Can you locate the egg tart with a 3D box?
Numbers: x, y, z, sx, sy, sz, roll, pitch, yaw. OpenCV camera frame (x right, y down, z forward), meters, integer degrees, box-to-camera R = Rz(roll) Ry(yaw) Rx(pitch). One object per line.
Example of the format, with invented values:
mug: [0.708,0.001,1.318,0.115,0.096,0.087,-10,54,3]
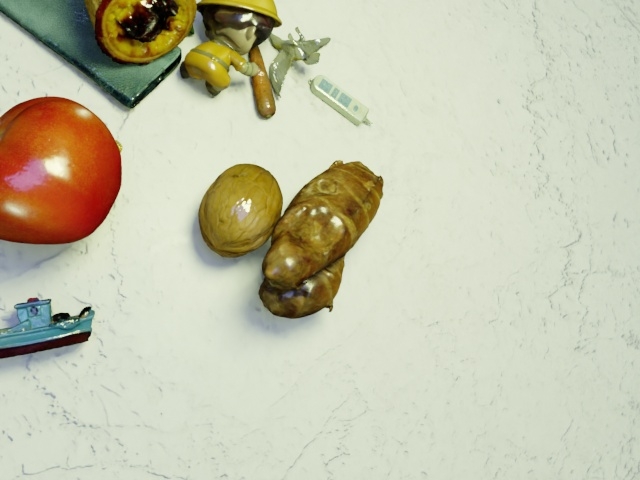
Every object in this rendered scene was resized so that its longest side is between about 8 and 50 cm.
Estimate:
egg tart: [-0.364,-0.467,1.045,0.215,0.215,0.171,-28,72,-23]

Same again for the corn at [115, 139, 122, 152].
corn: [-0.442,-0.169,1.081,0.037,0.037,0.092,41,72,-9]

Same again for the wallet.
wallet: [-0.493,-0.452,1.112,0.379,0.046,0.191,37,68,-10]

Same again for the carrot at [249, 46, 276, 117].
carrot: [-0.141,-0.375,1.234,0.047,0.047,0.191,-11,80,-22]

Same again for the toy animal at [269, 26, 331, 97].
toy animal: [-0.067,-0.464,1.251,0.155,0.095,0.219,49,67,-11]

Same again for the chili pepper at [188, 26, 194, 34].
chili pepper: [-0.358,-0.568,1.169,0.099,0.083,0.253,-30,96,-22]

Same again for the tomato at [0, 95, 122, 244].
tomato: [-0.483,-0.109,0.930,0.298,0.298,0.226,-53,129,-21]

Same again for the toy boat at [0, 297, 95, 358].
toy boat: [-0.523,0.152,0.951,0.223,0.100,0.097,-8,92,-24]

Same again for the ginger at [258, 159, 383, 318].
ginger: [0.000,0.000,1.141,0.176,0.254,0.418,21,50,14]

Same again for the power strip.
power strip: [0.052,-0.341,1.306,0.191,0.030,0.047,33,71,-11]

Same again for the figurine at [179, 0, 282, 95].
figurine: [-0.197,-0.453,1.154,0.192,0.167,0.257,19,73,15]

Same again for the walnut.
walnut: [-0.164,-0.061,1.095,0.167,0.167,0.207,32,62,-12]
